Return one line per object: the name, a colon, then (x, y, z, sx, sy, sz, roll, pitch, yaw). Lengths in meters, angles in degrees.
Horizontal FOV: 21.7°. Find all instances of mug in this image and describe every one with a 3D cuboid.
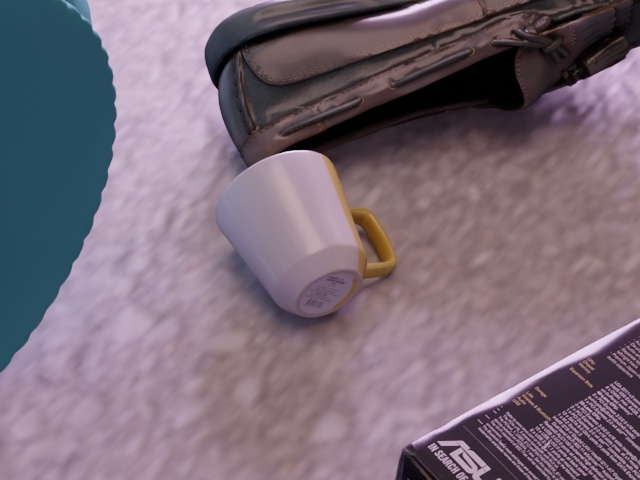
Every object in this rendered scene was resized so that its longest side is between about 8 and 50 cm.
mug: (-0.002, -0.001, 0.788, 0.078, 0.062, 0.064, -20, 56, -13)

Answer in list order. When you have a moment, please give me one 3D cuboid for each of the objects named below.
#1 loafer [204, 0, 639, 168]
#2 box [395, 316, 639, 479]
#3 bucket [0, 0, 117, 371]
loafer: (0.077, -0.090, 0.877, 0.267, 0.096, 0.084, -11, 65, -5)
box: (0.212, 0.146, 0.632, 0.242, 0.076, 0.307, -25, 51, -27)
bucket: (-0.227, -0.038, 0.670, 0.183, 0.281, 0.281, 33, 51, 20)
